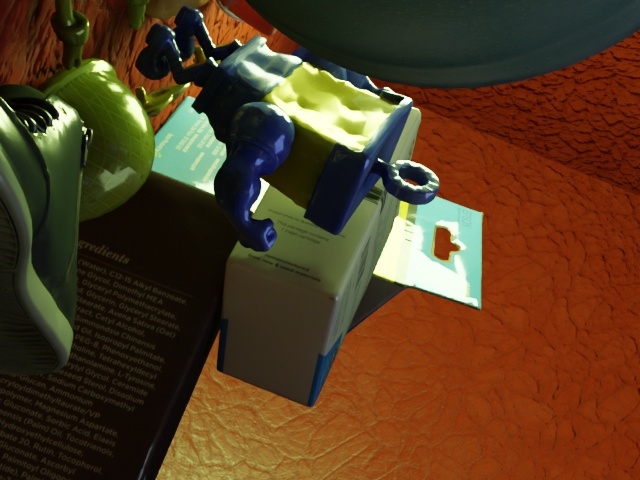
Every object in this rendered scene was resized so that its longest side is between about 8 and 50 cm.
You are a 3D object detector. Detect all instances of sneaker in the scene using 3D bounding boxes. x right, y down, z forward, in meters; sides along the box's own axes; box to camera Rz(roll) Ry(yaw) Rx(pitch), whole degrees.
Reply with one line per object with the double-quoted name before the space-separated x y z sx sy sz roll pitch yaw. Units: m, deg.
"sneaker" -0.144 -0.036 0.454 0.222 0.083 0.118 99 -7 -64

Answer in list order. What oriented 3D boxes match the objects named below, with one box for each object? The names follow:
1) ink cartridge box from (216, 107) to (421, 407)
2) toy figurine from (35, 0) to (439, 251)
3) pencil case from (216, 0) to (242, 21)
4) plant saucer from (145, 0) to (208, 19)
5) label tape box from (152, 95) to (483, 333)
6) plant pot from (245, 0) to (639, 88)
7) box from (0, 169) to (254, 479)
"ink cartridge box" 0.000 0.000 0.872 0.148 0.086 0.203 100 12 -50
"toy figurine" -0.015 -0.089 0.719 0.191 0.217 0.362 -58 178 32
"pencil case" -0.037 -0.300 1.049 0.088 0.086 0.206 -112 -143 -47
"plant saucer" -0.074 -0.250 0.815 0.200 0.037 0.199 -159 -90 -89
"label tape box" -0.018 -0.005 1.093 0.240 0.334 0.105 -70 -178 -66
"plant pot" 0.030 -0.214 0.421 0.196 0.293 0.293 0 114 -68
"box" -0.183 0.148 0.821 0.191 0.143 0.381 112 -2 -62
